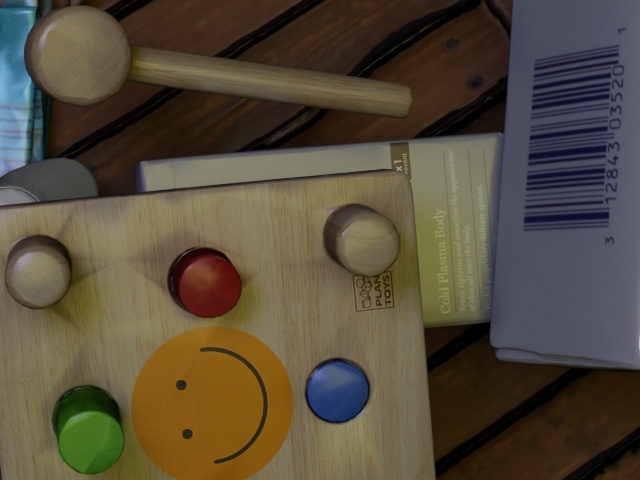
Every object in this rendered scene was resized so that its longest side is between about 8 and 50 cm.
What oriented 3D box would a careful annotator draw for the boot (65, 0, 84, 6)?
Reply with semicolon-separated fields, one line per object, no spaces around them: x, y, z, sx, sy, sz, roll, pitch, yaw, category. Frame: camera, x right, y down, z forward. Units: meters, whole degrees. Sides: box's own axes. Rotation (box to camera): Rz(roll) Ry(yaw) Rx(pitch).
-0.116;-0.203;1.177;0.087;0.042;0.118;13;92;-15;boot

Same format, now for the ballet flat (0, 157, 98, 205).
-0.227;0.021;1.092;0.213;0.068;0.072;-35;90;-8;ballet flat

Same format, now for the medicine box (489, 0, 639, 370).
0.271;-0.044;1.119;0.289;0.149;0.263;6;86;-31;medicine box

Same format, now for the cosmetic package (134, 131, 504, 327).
0.000;0.000;1.149;0.238;0.107;0.127;-7;91;-11;cosmetic package

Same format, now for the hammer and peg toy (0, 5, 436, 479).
-0.060;0.040;1.024;0.266;0.127;0.361;-5;97;-8;hammer and peg toy

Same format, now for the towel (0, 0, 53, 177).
-0.359;-0.033;1.134;0.370;0.040;0.271;1;86;-8;towel
